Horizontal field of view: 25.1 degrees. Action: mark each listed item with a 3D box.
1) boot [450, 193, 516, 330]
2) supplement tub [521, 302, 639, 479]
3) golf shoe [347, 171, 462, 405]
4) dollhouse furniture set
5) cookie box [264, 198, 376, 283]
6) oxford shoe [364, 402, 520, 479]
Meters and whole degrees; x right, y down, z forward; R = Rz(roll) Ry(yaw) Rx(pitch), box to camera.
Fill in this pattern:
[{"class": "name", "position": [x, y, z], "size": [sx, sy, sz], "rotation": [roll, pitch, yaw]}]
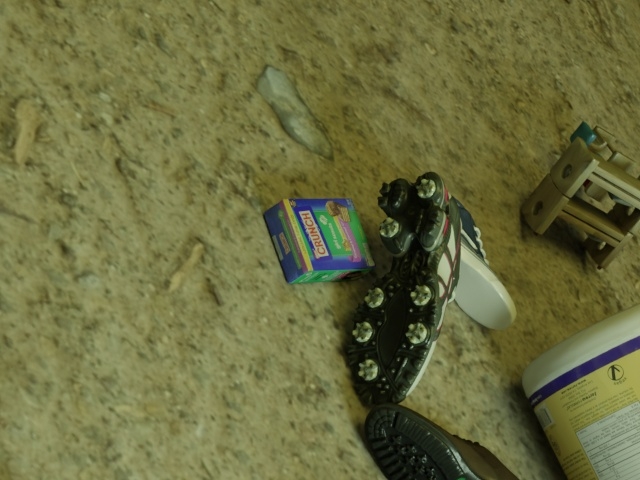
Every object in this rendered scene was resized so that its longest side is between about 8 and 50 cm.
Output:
[{"class": "boot", "position": [0.180, 0.017, 1.744], "size": [0.190, 0.069, 0.086], "rotation": [48, 47, -4]}, {"class": "supplement tub", "position": [0.405, 0.249, 1.654], "size": [0.241, 0.241, 0.331], "rotation": [-10, 69, -46]}, {"class": "golf shoe", "position": [0.113, 0.062, 1.605], "size": [0.120, 0.105, 0.273], "rotation": [37, 60, -50]}, {"class": "dollhouse furniture set", "position": [0.346, -0.077, 1.947], "size": [0.129, 0.129, 0.184], "rotation": [27, 23, -26]}, {"class": "cookie box", "position": [0.000, 0.000, 1.615], "size": [0.107, 0.040, 0.092], "rotation": [-2, 65, -43]}, {"class": "oxford shoe", "position": [0.138, 0.246, 1.553], "size": [0.227, 0.083, 0.096], "rotation": [41, 21, -11]}]
